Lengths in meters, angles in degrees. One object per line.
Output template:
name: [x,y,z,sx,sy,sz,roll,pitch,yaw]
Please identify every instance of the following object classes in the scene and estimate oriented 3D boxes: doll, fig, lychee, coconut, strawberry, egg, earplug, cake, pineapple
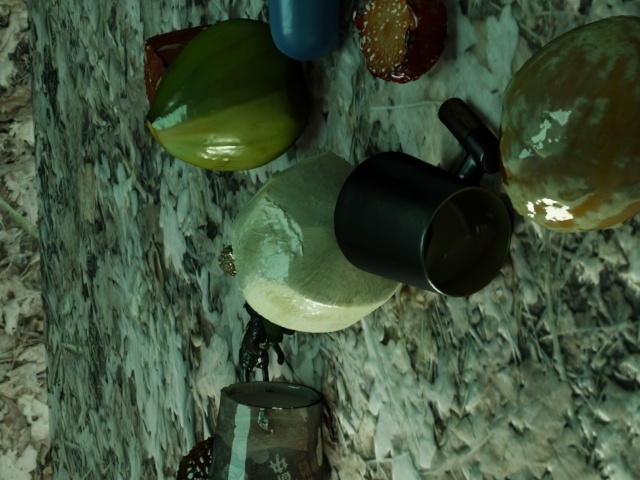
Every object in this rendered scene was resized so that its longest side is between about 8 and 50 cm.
doll: [-0.112,0.173,2.200,0.139,0.057,0.165,113,150,-47]
fig: [-0.154,-0.225,1.954,0.239,0.271,0.239,40,141,42]
lychee: [-0.165,0.440,2.243,0.188,0.188,0.188,23,116,60]
coconut: [0.000,0.000,1.748,0.247,0.245,0.245,-44,57,57]
strawberry: [0.110,-0.276,1.623,0.145,0.086,0.145,26,120,58]
egg: [0.272,-0.114,1.231,0.233,0.195,0.195,105,147,-42]
earplug: [-0.025,-0.403,1.828,0.132,0.132,0.272,30,125,58]
cake: [-0.222,-0.269,2.222,0.283,0.151,0.177,46,147,51]
pineapple: [-0.137,0.015,2.230,0.124,0.058,0.058,-42,58,42]

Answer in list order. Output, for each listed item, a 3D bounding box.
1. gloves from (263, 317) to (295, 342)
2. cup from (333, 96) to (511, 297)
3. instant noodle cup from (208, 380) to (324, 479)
gloves: [-0.039,0.055,1.967,0.107,0.135,0.268,-60,-13,-58]
cup: [0.131,-0.052,1.551,0.177,0.166,0.239,24,118,56]
instant noodle cup: [-0.086,0.350,2.032,0.217,0.217,0.207,16,104,61]
